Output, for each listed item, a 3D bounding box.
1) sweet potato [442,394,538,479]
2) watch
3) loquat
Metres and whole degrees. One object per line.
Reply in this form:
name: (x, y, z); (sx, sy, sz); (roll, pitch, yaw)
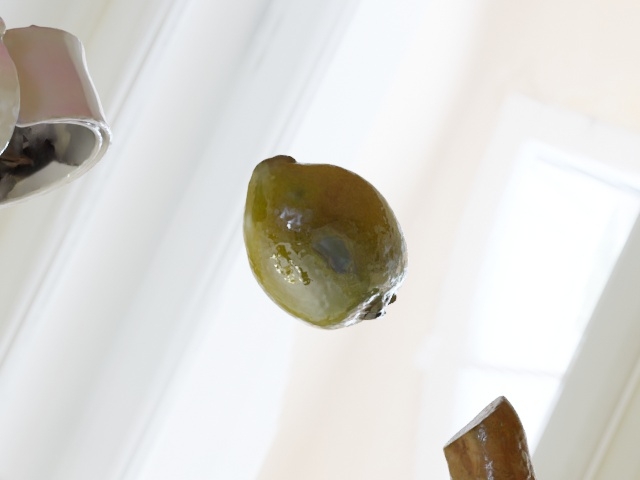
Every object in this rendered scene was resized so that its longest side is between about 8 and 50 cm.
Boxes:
sweet potato: (0.173, 0.277, 1.853); (0.097, 0.251, 0.097); (-6, 166, -1)
watch: (-0.344, -0.127, 1.838); (0.231, 0.244, 0.196); (12, -126, -62)
loquat: (0.000, 0.000, 1.853); (0.195, 0.152, 0.152); (50, 174, -3)
